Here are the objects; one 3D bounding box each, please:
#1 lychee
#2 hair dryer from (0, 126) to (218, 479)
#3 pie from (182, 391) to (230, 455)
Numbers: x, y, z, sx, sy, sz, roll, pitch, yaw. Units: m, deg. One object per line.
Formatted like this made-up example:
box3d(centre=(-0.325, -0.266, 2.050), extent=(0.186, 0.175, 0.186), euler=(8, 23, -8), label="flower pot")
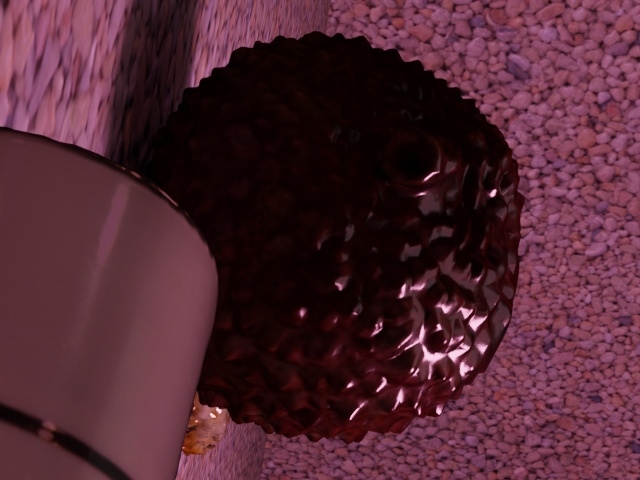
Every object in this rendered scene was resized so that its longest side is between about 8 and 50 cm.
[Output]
box3d(centre=(0.000, 0.000, 1.094), extent=(0.330, 0.306, 0.306), euler=(-37, -146, 50), label="lychee")
box3d(centre=(-0.135, 0.143, 0.544), extent=(0.362, 0.128, 0.203), euler=(111, -8, -53), label="hair dryer")
box3d(centre=(-0.096, 0.072, 1.480), extent=(0.308, 0.085, 0.308), euler=(12, 90, -88), label="pie")
